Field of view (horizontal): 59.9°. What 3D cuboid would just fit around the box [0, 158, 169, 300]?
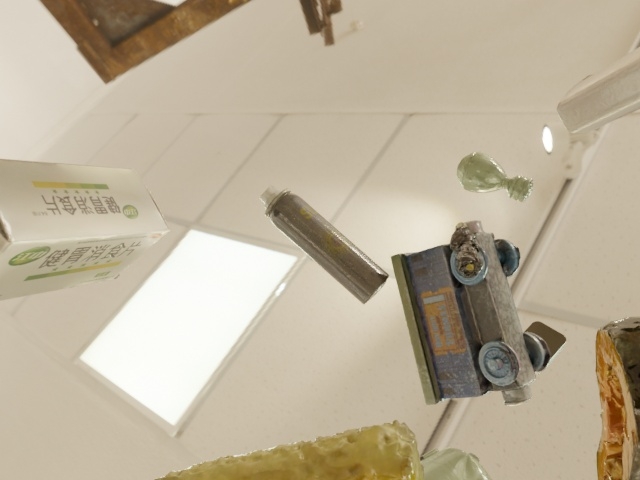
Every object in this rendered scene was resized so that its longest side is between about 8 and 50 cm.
[{"bbox_3d":[-0.422,-0.018,0.863,0.173,0.333,0.145,-38,-102,21],"label":"box"}]

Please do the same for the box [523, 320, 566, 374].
[{"bbox_3d":[0.515,0.257,1.323,0.126,0.031,0.091,-40,-133,-20],"label":"box"}]

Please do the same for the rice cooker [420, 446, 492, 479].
[{"bbox_3d":[0.268,0.606,1.262,0.244,0.225,0.226,-22,-148,-25],"label":"rice cooker"}]

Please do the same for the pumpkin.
[{"bbox_3d":[0.399,0.249,0.626,0.140,0.316,0.222,-2,-163,10],"label":"pumpkin"}]

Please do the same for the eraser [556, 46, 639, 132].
[{"bbox_3d":[0.527,-0.270,0.862,0.174,0.094,0.270,-32,180,-23],"label":"eraser"}]

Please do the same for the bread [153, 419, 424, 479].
[{"bbox_3d":[-0.011,0.181,0.258,0.169,0.139,0.160,-13,-171,0],"label":"bread"}]

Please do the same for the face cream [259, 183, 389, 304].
[{"bbox_3d":[0.000,0.000,1.026,0.284,0.073,0.073,41,-105,8],"label":"face cream"}]

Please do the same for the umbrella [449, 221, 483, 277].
[{"bbox_3d":[0.211,0.010,0.815,0.040,0.037,0.144,-6,-158,12],"label":"umbrella"}]

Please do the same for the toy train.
[{"bbox_3d":[0.246,0.127,0.931,0.202,0.131,0.299,-23,-104,47],"label":"toy train"}]

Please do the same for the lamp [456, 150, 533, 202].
[{"bbox_3d":[0.434,-0.156,1.395,0.193,0.106,0.106,26,-114,26],"label":"lamp"}]
